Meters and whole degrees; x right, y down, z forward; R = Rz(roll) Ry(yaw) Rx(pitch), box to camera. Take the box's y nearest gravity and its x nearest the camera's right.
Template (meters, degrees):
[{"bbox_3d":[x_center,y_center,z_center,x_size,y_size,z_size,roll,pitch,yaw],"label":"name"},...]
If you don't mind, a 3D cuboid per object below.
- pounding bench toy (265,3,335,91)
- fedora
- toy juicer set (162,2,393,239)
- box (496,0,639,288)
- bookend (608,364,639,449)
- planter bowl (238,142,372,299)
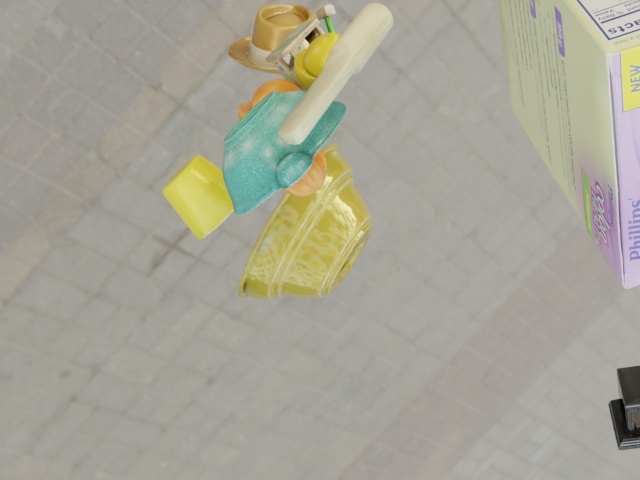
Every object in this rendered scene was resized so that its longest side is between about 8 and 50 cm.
[{"bbox_3d":[0.001,-0.190,1.014,0.083,0.052,0.065,-47,108,-14],"label":"pounding bench toy"},{"bbox_3d":[-0.053,-0.318,1.546,0.194,0.194,0.079,-16,125,-34],"label":"fedora"},{"bbox_3d":[-0.010,-0.104,0.885,0.089,0.329,0.209,45,67,-13],"label":"toy juicer set"},{"bbox_3d":[0.225,-0.131,0.745,0.117,0.243,0.214,-18,132,1],"label":"box"},{"bbox_3d":[0.433,0.174,1.217,0.156,0.072,0.157,-9,133,10],"label":"bookend"},{"bbox_3d":[0.000,0.000,1.181,0.217,0.090,0.217,-56,170,-15],"label":"planter bowl"}]
